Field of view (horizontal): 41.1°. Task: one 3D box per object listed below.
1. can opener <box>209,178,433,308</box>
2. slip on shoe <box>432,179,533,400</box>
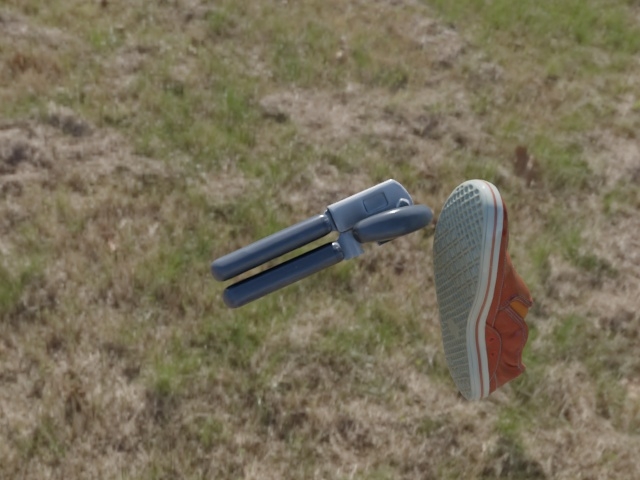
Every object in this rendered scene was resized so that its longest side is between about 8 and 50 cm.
[{"bbox_3d":[0.000,0.000,1.061,0.280,0.093,0.074,-23,90,-10],"label":"can opener"},{"bbox_3d":[0.209,0.061,1.061,0.101,0.331,0.123,-19,37,-12],"label":"slip on shoe"}]
